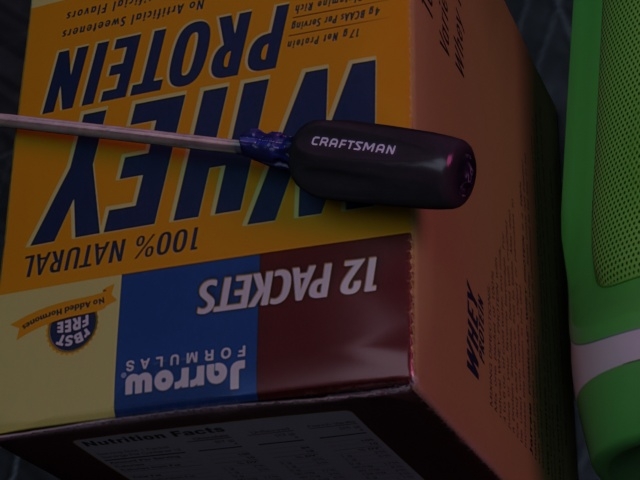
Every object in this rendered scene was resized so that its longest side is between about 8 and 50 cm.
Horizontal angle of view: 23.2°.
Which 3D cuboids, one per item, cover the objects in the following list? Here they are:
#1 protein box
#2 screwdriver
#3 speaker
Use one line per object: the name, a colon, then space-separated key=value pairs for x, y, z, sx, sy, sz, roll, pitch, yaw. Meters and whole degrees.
protein box: x=0.000 y=0.000 z=0.552 sx=0.136 sy=0.201 sz=0.200 roll=-9 pitch=63 yaw=19
screwdriver: x=-0.033 y=-0.031 z=0.448 sx=0.170 sy=0.024 sz=0.025 roll=14 pitch=101 yaw=30
speaker: x=0.157 y=-0.058 z=0.559 sx=0.131 sy=0.131 sz=0.297 roll=-3 pitch=65 yaw=22
